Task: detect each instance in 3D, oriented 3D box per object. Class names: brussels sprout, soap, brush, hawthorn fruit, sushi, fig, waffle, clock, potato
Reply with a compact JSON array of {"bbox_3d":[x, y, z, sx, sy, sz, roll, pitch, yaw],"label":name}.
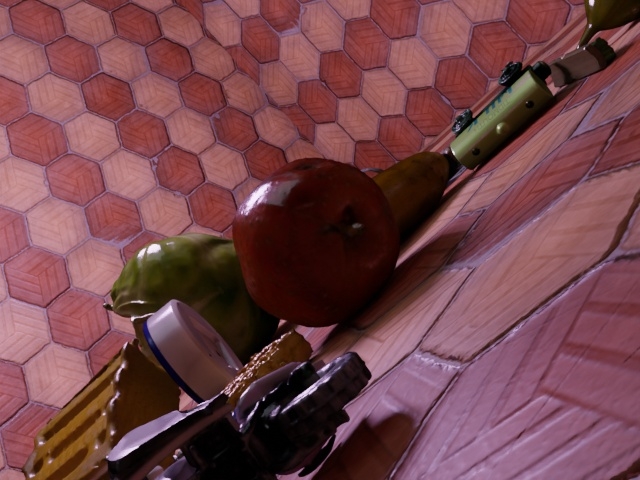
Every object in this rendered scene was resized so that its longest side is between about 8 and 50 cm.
[{"bbox_3d":[-0.268,0.164,1.808,0.361,0.425,0.343,-18,60,29],"label":"brussels sprout"},{"bbox_3d":[-0.426,0.401,1.417,0.335,0.156,0.293,-42,31,19],"label":"soap"},{"bbox_3d":[0.481,-0.332,1.393,0.048,0.054,0.282,-34,3,3],"label":"brush"},{"bbox_3d":[0.000,0.000,1.179,0.275,0.275,0.299,-44,12,-20],"label":"hawthorn fruit"},{"bbox_3d":[0.251,-0.148,1.756,0.339,0.069,0.320,-43,3,0],"label":"sushi"},{"bbox_3d":[0.546,-0.456,1.455,0.259,0.151,0.151,-47,2,14],"label":"fig"},{"bbox_3d":[-0.131,0.256,1.176,0.219,0.057,0.229,-45,2,-36],"label":"waffle"},{"bbox_3d":[-0.229,0.218,1.397,0.083,0.230,0.230,-40,3,2],"label":"clock"},{"bbox_3d":[0.109,-0.051,1.470,0.369,0.176,0.195,-40,-26,-20],"label":"potato"}]

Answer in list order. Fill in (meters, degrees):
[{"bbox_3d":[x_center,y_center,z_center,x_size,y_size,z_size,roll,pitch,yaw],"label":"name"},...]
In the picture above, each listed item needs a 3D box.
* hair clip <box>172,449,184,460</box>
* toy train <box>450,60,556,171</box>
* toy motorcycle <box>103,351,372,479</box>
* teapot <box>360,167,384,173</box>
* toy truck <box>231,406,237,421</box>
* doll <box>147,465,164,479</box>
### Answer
[{"bbox_3d":[-0.191,0.317,1.293,0.173,0.049,0.049,-39,0,-23],"label":"hair clip"},{"bbox_3d":[0.357,-0.244,1.466,0.253,0.105,0.157,-44,15,26],"label":"toy train"},{"bbox_3d":[-0.101,0.205,0.638,0.327,0.143,0.188,-37,0,-21],"label":"toy motorcycle"},{"bbox_3d":[0.082,-0.048,1.712,0.294,0.129,0.193,-62,0,36],"label":"teapot"},{"bbox_3d":[-0.075,0.227,0.908,0.073,0.056,0.090,-49,17,-17],"label":"toy truck"},{"bbox_3d":[-0.305,0.419,1.181,0.106,0.062,0.162,-38,5,26],"label":"doll"}]
